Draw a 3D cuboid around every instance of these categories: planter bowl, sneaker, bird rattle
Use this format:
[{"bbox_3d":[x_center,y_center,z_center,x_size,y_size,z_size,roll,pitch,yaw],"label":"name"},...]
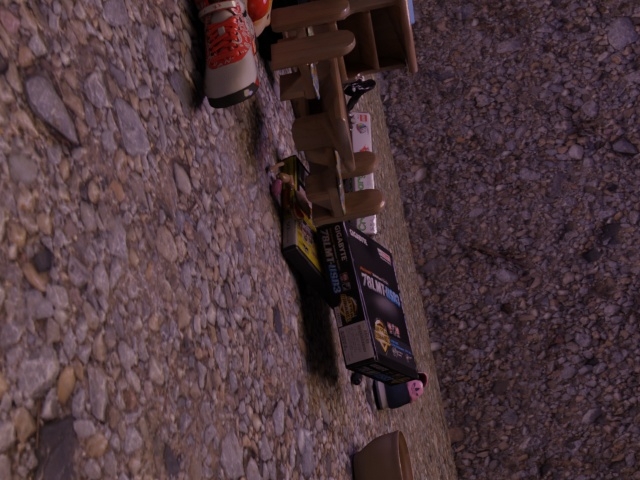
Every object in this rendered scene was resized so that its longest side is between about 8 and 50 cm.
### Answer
[{"bbox_3d":[0.132,0.493,1.967,0.162,0.109,0.162,-12,90,-79],"label":"planter bowl"},{"bbox_3d":[0.230,0.381,2.495,0.319,0.131,0.112,-45,122,-77],"label":"sneaker"},{"bbox_3d":[-0.156,-0.319,1.439,0.270,0.090,0.145,-90,163,-57],"label":"sneaker"},{"bbox_3d":[-0.122,-0.467,1.674,0.253,0.143,0.207,-70,163,-64],"label":"bird rattle"}]

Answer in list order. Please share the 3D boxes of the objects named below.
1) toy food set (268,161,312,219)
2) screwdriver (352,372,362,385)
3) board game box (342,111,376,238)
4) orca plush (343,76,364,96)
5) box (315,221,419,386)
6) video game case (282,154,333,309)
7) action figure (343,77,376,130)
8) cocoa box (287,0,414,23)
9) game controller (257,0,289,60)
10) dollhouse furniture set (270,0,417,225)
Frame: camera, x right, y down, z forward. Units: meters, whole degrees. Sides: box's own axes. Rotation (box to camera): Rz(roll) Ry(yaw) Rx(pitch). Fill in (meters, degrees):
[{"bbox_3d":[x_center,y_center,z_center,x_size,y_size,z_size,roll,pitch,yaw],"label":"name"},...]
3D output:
[{"bbox_3d":[-0.063,-0.087,1.754,0.122,0.019,0.078,62,32,-3],"label":"toy food set"},{"bbox_3d":[0.088,0.303,2.181,0.025,0.024,0.170,46,12,-10],"label":"screwdriver"},{"bbox_3d":[0.078,-0.128,2.199,0.193,0.053,0.305,124,-34,-66],"label":"board game box"},{"bbox_3d":[0.031,-0.497,2.493,0.102,0.151,0.287,-52,141,-33],"label":"orca plush"},{"bbox_3d":[0.100,0.132,1.875,0.295,0.073,0.293,34,42,-63],"label":"box"},{"bbox_3d":[0.000,0.000,1.883,0.275,0.035,0.248,51,27,-44],"label":"video game case"},{"bbox_3d":[0.017,-0.263,2.092,0.164,0.141,0.276,55,-46,39],"label":"action figure"},{"bbox_3d":[0.035,-0.619,2.006,0.231,0.228,0.347,-25,115,-36],"label":"cocoa box"},{"bbox_3d":[-0.123,-0.533,1.913,0.166,0.067,0.319,-27,105,-63],"label":"game controller"},{"bbox_3d":[0.067,-0.299,1.755,0.394,0.256,0.362,-95,172,-49],"label":"dollhouse furniture set"}]
